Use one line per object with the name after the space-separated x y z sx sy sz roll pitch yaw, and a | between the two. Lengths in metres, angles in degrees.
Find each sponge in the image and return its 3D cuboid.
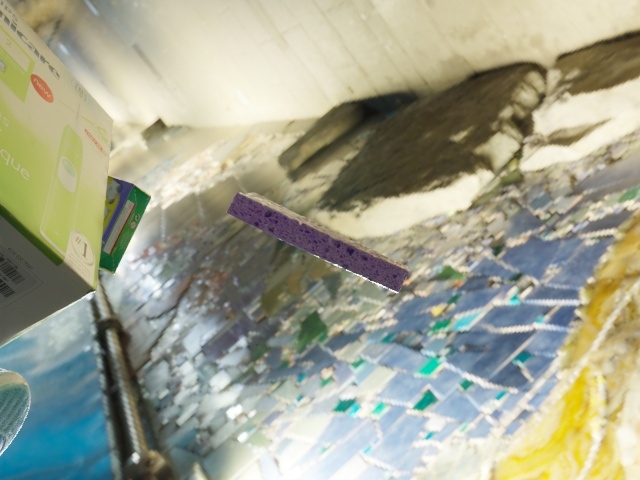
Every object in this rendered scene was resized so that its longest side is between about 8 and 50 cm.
0.000 0.000 0.981 0.210 0.031 0.117 26 -176 4 | sponge

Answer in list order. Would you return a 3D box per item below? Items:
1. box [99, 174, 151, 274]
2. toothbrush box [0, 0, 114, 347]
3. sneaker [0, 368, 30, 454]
-0.296 -0.037 1.014 0.179 0.105 0.043 17 168 30 | box
-0.293 -0.079 0.733 0.206 0.122 0.283 52 -166 -34 | toothbrush box
-0.507 0.223 1.002 0.208 0.319 0.127 42 170 29 | sneaker
